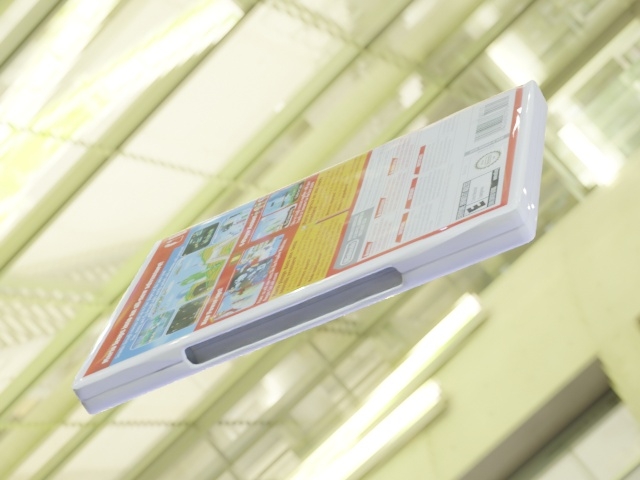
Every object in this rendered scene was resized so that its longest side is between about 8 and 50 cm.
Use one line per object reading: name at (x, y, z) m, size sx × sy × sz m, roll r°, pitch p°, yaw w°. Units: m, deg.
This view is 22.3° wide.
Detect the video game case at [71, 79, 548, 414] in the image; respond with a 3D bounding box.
video game case at (0.000, 0.000, 0.980) m, size 0.025 × 0.285 × 0.204 m, roll 61°, pitch -160°, yaw -18°
